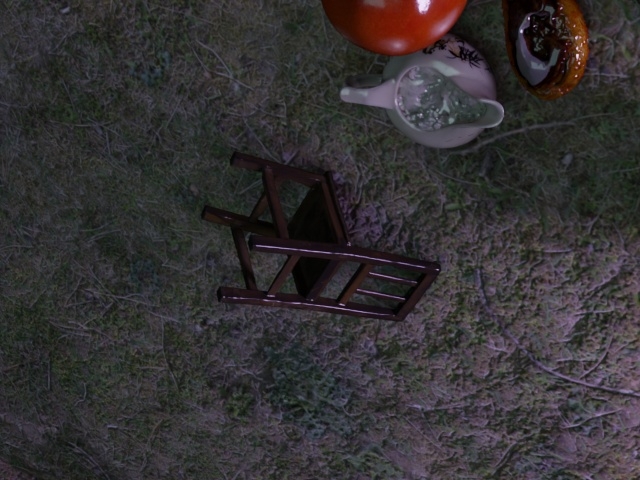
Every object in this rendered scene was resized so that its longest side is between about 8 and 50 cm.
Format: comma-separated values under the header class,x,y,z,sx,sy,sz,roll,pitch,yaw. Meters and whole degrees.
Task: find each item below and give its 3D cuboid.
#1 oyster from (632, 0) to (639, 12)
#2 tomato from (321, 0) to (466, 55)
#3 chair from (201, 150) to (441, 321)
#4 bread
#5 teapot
class,x,y,z,sx,sy,sz,roll,pitch,yaw
oyster,0.522,-0.415,1.479,0.162,0.158,0.351,-32,90,-3
tomato,0.121,-0.428,1.629,0.256,0.255,0.224,2,144,30
chair,0.000,0.000,2.004,0.203,0.416,0.240,-57,36,38
bread,0.360,-0.365,1.632,0.139,0.095,0.268,-17,92,34
teapot,0.184,-0.259,1.754,0.300,0.166,0.208,4,130,18
